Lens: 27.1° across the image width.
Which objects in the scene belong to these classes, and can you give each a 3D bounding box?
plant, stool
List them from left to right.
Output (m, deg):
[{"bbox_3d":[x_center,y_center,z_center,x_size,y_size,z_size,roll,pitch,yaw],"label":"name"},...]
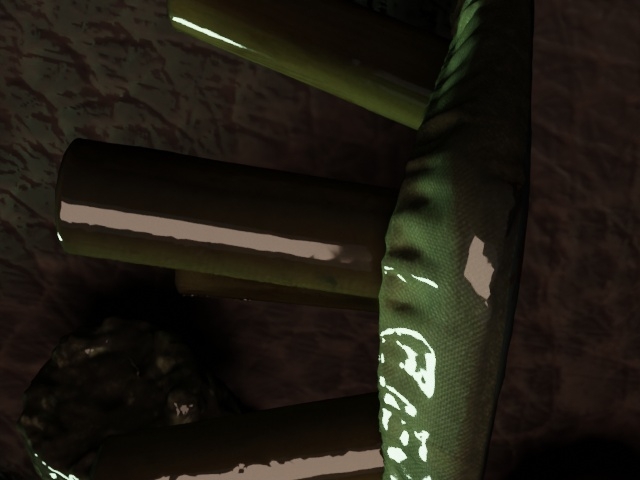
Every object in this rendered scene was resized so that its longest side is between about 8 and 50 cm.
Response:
[{"bbox_3d":[-0.114,0.172,1.003,0.146,0.149,0.274,27,159,35],"label":"plant"},{"bbox_3d":[0.000,0.000,0.767,0.226,0.310,0.310,7,129,4],"label":"stool"}]

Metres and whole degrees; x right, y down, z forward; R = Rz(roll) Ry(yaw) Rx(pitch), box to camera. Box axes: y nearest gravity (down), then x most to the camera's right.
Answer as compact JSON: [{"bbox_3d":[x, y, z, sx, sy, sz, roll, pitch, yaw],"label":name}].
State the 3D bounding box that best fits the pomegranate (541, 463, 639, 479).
[{"bbox_3d":[0.224,0.273,1.062,0.180,0.180,0.210,-21,152,17],"label":"pomegranate"}]
